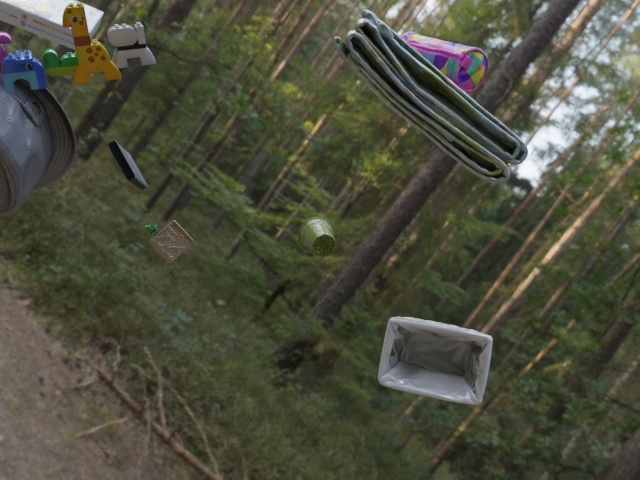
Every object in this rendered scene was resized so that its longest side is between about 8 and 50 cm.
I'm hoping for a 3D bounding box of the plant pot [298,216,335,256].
[{"bbox_3d":[0.000,0.000,1.416,0.083,0.083,0.079,35,6,-22],"label":"plant pot"}]

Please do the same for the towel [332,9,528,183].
[{"bbox_3d":[0.173,-0.225,1.060,0.320,0.090,0.374,41,15,-2],"label":"towel"}]

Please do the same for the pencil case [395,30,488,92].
[{"bbox_3d":[0.255,-0.396,1.442,0.104,0.104,0.236,34,0,-45],"label":"pencil case"}]

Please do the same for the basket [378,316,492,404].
[{"bbox_3d":[0.186,0.189,1.069,0.167,0.113,0.103,10,2,9],"label":"basket"}]

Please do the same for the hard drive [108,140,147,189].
[{"bbox_3d":[-0.436,-0.168,1.482,0.094,0.022,0.135,60,-5,2],"label":"hard drive"}]

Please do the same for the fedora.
[{"bbox_3d":[-0.486,-0.128,0.930,0.276,0.243,0.124,81,-4,-47],"label":"fedora"}]

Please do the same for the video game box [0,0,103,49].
[{"bbox_3d":[-0.590,-0.496,1.433,0.187,0.048,0.205,22,28,-19],"label":"video game box"}]

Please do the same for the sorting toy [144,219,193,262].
[{"bbox_3d":[-0.285,-0.007,1.214,0.083,0.062,0.012,47,-8,-3],"label":"sorting toy"}]

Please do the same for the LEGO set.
[{"bbox_3d":[-0.321,-0.247,0.810,0.227,0.093,0.087,-12,32,-18],"label":"LEGO set"}]
